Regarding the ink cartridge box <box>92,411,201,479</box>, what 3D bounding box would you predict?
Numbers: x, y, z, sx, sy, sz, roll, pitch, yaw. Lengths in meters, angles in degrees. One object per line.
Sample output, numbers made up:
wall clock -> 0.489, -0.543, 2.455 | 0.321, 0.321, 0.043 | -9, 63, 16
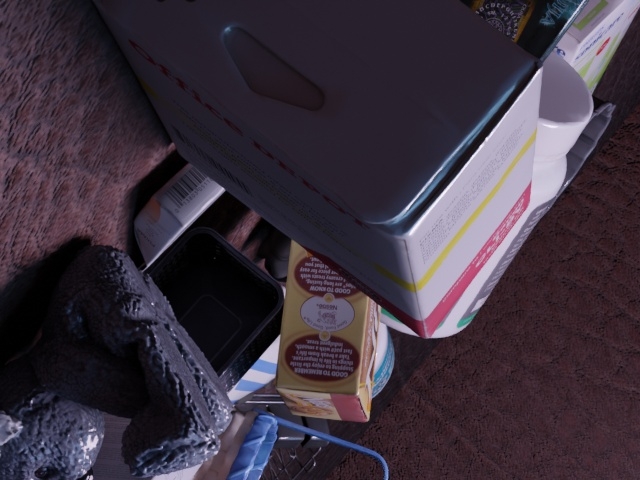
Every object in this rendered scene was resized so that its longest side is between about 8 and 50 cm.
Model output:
ink cartridge box -> -0.227, 0.225, 1.642 | 0.224, 0.181, 0.056 | -53, 141, -58

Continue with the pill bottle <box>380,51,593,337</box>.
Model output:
pill bottle -> 0.177, -0.067, 2.272 | 0.204, 0.204, 0.361 | -36, 161, -51

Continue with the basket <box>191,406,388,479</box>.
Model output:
basket -> -0.093, 0.312, 2.147 | 0.255, 0.289, 0.201 | -63, 169, -13

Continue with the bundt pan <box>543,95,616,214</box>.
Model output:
bundt pan -> 0.294, -0.111, 2.775 | 0.331, 0.124, 0.331 | -49, 169, -13

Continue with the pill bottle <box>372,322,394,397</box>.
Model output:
pill bottle -> 0.024, 0.146, 2.485 | 0.146, 0.146, 0.264 | -50, 168, -5

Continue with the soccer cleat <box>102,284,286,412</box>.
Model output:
soccer cleat -> -0.143, 0.145, 2.001 | 0.331, 0.116, 0.143 | -41, 148, -49

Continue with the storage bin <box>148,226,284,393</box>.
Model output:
storage bin -> -0.129, 0.093, 1.811 | 0.180, 0.122, 0.084 | -48, 168, -13

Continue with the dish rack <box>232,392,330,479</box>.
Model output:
dish rack -> -0.124, 0.303, 2.400 | 0.208, 0.074, 0.271 | 5, 139, -35

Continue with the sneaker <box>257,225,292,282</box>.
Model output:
sneaker -> 0.000, 0.000, 2.121 | 0.130, 0.109, 0.286 | -43, 162, 7

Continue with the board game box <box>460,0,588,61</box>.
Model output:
board game box -> 0.210, -0.251, 2.037 | 0.186, 0.126, 0.026 | -54, 168, 14

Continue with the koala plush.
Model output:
koala plush -> -0.219, 0.135, 1.574 | 0.221, 0.203, 0.196 | -31, -178, 5

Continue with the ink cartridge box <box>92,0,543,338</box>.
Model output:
ink cartridge box -> 0.012, -0.097, 1.387 | 0.160, 0.279, 0.384 | -51, 168, -6

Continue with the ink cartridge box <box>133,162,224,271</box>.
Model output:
ink cartridge box -> -0.118, -0.044, 1.694 | 0.145, 0.045, 0.179 | -46, -175, -28

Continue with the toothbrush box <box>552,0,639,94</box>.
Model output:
toothbrush box -> 0.297, -0.250, 2.381 | 0.206, 0.122, 0.283 | -43, 164, -34

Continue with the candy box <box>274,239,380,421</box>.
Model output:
candy box -> 0.020, 0.011, 1.840 | 0.183, 0.087, 0.316 | 70, 26, -76
